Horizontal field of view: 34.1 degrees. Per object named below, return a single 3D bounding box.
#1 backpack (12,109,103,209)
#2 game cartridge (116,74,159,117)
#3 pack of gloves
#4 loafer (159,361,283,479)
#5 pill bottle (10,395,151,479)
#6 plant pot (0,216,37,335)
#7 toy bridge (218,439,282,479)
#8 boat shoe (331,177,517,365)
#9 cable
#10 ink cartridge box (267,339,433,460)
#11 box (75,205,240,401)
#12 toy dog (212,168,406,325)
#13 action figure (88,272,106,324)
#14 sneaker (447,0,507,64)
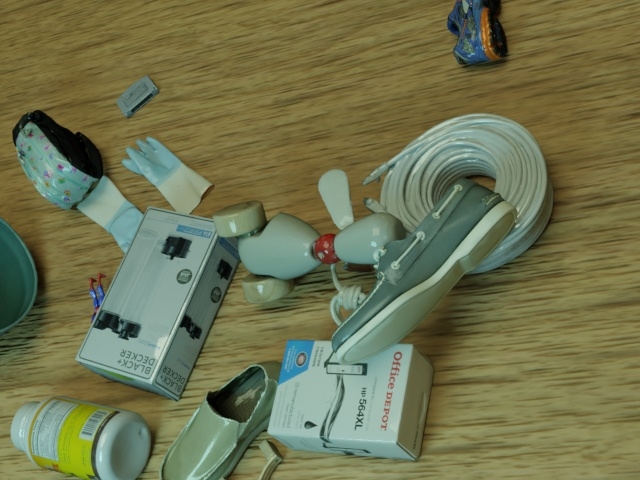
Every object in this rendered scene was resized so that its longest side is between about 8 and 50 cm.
[{"bbox_3d":[-0.490,-0.146,1.958,0.115,0.152,0.182,-52,53,14],"label":"backpack"},{"bbox_3d":[-0.358,-0.282,2.033,0.083,0.017,0.056,-40,55,3],"label":"game cartridge"},{"bbox_3d":[-0.332,-0.089,1.889,0.195,0.046,0.232,-48,52,-5],"label":"pack of gloves"},{"bbox_3d":[-0.149,0.273,1.552,0.268,0.092,0.102,-47,52,-3],"label":"loafer"},{"bbox_3d":[-0.381,0.310,1.639,0.215,0.117,0.117,6,66,31],"label":"pill bottle"},{"bbox_3d":[-0.682,0.090,1.851,0.196,0.293,0.293,-42,47,34],"label":"plant pot"},{"bbox_3d":[-0.130,0.376,1.525,0.188,0.026,0.063,-41,53,2],"label":"toy bridge"},{"bbox_3d":[0.125,0.040,1.423,0.319,0.116,0.099,-42,66,-6],"label":"boat shoe"},{"bbox_3d":[0.218,-0.067,1.556,0.257,0.089,0.257,-39,53,2],"label":"cable"},{"bbox_3d":[0.044,0.223,1.482,0.203,0.086,0.148,-2,62,28],"label":"ink cartridge box"},{"bbox_3d":[-0.258,0.100,1.710,0.169,0.087,0.290,13,70,30],"label":"box"},{"bbox_3d":[0.000,0.000,1.596,0.333,0.220,0.161,16,33,30],"label":"toy dog"},{"bbox_3d":[-0.381,0.116,1.808,0.038,0.030,0.115,-21,60,23],"label":"action figure"},{"bbox_3d":[0.247,-0.383,1.729,0.087,0.083,0.221,-19,52,27],"label":"sneaker"}]
